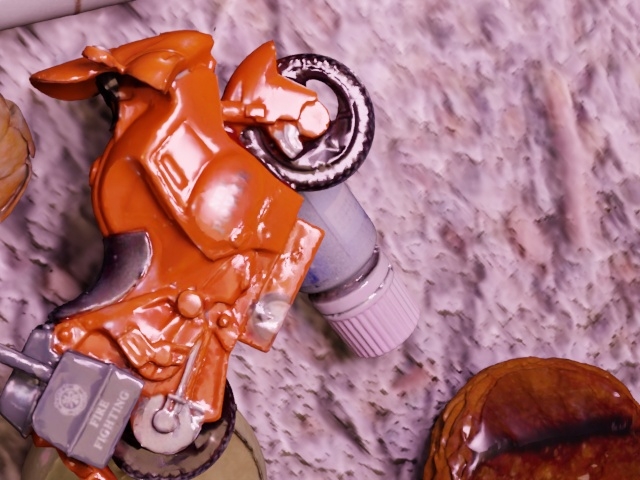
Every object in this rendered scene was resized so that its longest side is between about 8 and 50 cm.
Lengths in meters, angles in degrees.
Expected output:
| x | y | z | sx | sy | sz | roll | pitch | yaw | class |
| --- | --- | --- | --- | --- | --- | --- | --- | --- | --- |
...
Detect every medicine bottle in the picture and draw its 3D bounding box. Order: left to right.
| x | y | z | sx | sy | sz | roll | pitch | yaw | class |
| --- | --- | --- | --- | --- | --- | --- | --- | --- | --- |
| 0.000 | 0.000 | 0.887 | 0.083 | 0.083 | 0.203 | -39 | 113 | -9 | medicine bottle |

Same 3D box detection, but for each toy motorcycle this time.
| x | y | z | sx | sy | sz | roll | pitch | yaw | class |
| --- | --- | --- | --- | --- | --- | --- | --- | --- | --- |
| -0.115 | -0.003 | 0.758 | 0.221 | 0.148 | 0.326 | 26 | 85 | -7 | toy motorcycle |

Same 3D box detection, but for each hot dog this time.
| x | y | z | sx | sy | sz | roll | pitch | yaw | class |
| --- | --- | --- | --- | --- | --- | --- | --- | --- | --- |
| 0.186 | 0.186 | 1.001 | 0.226 | 0.099 | 0.161 | 3 | 102 | -24 | hot dog |

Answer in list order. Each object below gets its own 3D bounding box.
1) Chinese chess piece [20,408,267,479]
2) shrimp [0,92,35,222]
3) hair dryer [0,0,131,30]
| x | y | z | sx | sy | sz | roll | pitch | yaw | class |
| --- | --- | --- | --- | --- | --- | --- | --- | --- | --- |
| -0.134 | 0.192 | 0.883 | 0.188 | 0.083 | 0.188 | -5 | 106 | -18 | Chinese chess piece |
| -0.297 | -0.071 | 0.706 | 0.178 | 0.075 | 0.289 | -39 | 154 | -3 | shrimp |
| -0.216 | -0.317 | 0.730 | 0.173 | 0.107 | 0.357 | -17 | 100 | -19 | hair dryer |
